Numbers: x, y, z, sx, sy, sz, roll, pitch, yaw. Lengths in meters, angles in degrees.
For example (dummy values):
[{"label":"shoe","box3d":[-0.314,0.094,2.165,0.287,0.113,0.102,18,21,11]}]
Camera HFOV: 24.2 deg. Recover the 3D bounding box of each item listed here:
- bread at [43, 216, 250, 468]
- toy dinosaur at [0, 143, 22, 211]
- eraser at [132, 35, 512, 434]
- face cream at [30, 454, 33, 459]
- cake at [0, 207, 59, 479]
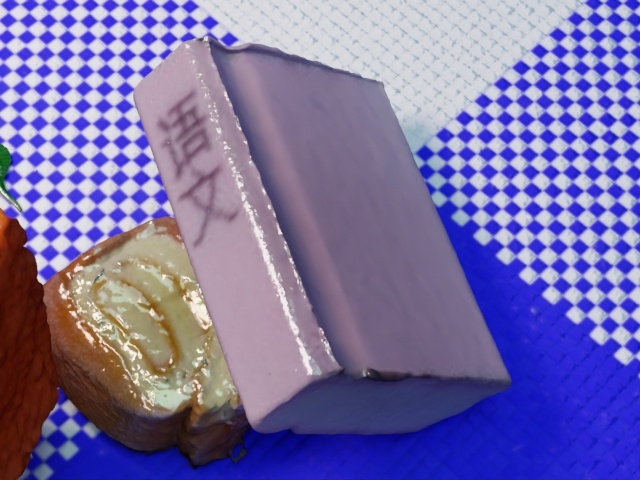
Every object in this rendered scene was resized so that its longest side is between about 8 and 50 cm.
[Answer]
[{"label":"bread","box3d":[-0.148,0.098,1.405,0.190,0.123,0.244,-37,71,-21]},{"label":"toy dinosaur","box3d":[-0.342,-0.077,1.544,0.120,0.029,0.060,41,53,16]},{"label":"eraser","box3d":[0.000,0.000,1.393,0.272,0.122,0.359,8,53,-48]},{"label":"face cream","box3d":[-0.303,0.161,1.422,0.038,0.020,0.115,-12,65,-9]},{"label":"cake","box3d":[-0.402,0.103,1.201,0.320,0.269,0.270,9,52,11]}]
